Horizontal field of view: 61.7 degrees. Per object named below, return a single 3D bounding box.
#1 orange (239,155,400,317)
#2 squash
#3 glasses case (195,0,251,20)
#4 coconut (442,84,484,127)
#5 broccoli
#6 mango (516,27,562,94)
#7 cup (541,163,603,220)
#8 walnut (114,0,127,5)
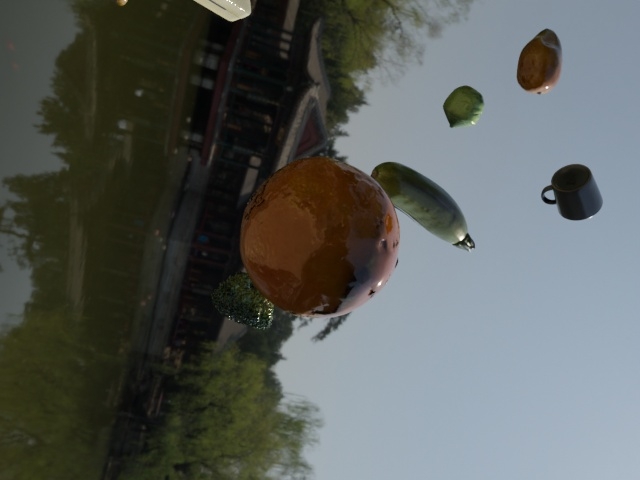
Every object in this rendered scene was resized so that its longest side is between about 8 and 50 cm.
[{"bbox_3d":[0.000,0.000,0.818,0.246,0.246,0.245,-166,-90,-78],"label":"orange"},{"bbox_3d":[0.232,-0.073,1.134,0.095,0.341,0.094,-34,-141,34],"label":"squash"},{"bbox_3d":[-0.294,-0.677,1.367,0.313,0.070,0.131,-5,86,-65],"label":"glasses case"},{"bbox_3d":[0.315,-0.292,1.188,0.096,0.088,0.087,-58,-162,22],"label":"coconut"},{"bbox_3d":[-0.186,0.126,1.402,0.219,0.194,0.194,48,51,-66],"label":"broccoli"},{"bbox_3d":[0.483,-0.387,1.177,0.165,0.089,0.115,-53,132,-41],"label":"mango"},{"bbox_3d":[0.454,-0.089,0.981,0.100,0.077,0.078,-3,-129,39],"label":"cup"},{"bbox_3d":[-0.285,-0.446,0.805,0.143,0.069,0.170,-22,-123,44],"label":"walnut"}]
